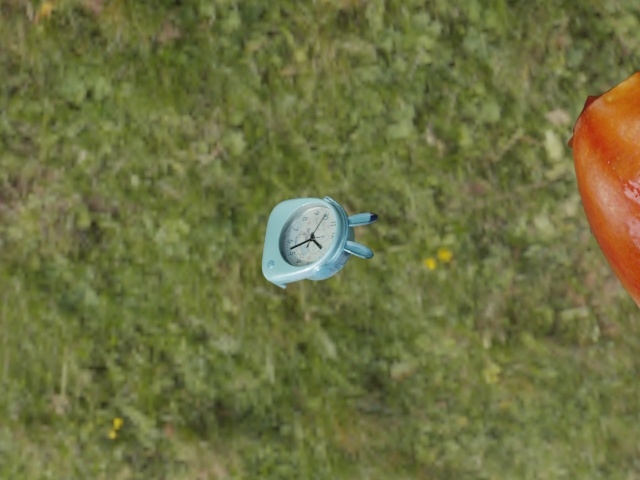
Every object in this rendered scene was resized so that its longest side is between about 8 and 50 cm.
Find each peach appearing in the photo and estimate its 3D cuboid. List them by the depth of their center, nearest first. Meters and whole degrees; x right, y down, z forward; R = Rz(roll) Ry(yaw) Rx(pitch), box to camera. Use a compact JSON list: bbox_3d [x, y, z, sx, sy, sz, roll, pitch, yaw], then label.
[{"bbox_3d":[0.403,-0.040,1.449,0.338,0.281,0.281,46,127,-1],"label":"peach"}]

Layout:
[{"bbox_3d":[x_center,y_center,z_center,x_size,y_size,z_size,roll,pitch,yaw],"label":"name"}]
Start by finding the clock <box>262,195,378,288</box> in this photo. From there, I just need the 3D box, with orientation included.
[{"bbox_3d":[-0.001,0.000,1.708,0.147,0.108,0.045,-7,155,34],"label":"clock"}]
